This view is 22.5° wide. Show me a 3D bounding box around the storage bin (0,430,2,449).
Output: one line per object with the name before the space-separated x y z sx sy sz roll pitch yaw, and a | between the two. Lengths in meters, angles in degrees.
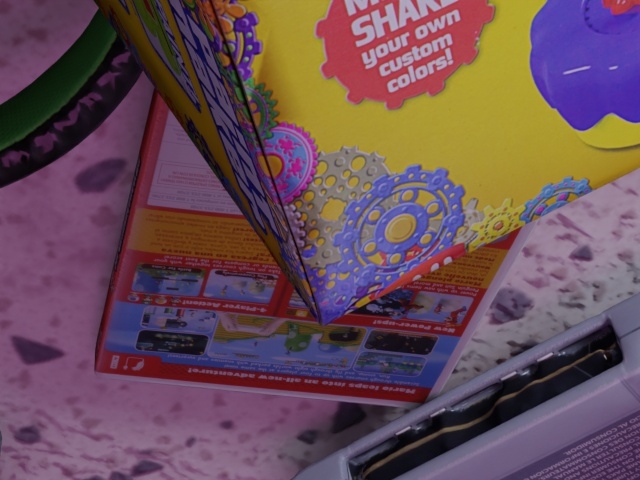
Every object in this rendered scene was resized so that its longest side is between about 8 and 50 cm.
storage bin | -0.281 0.153 0.916 0.180 0.122 0.084 12 128 -16

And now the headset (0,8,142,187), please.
headset | -0.257 -0.150 0.665 0.394 0.185 0.243 6 114 -25

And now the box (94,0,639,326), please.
box | 0.052 -0.171 0.525 0.290 0.279 0.177 -26 130 -9

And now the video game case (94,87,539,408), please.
video game case | 0.000 0.000 0.837 0.204 0.025 0.285 7 143 -12

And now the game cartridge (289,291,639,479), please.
game cartridge | 0.140 0.146 0.985 0.294 0.060 0.196 -29 132 17
